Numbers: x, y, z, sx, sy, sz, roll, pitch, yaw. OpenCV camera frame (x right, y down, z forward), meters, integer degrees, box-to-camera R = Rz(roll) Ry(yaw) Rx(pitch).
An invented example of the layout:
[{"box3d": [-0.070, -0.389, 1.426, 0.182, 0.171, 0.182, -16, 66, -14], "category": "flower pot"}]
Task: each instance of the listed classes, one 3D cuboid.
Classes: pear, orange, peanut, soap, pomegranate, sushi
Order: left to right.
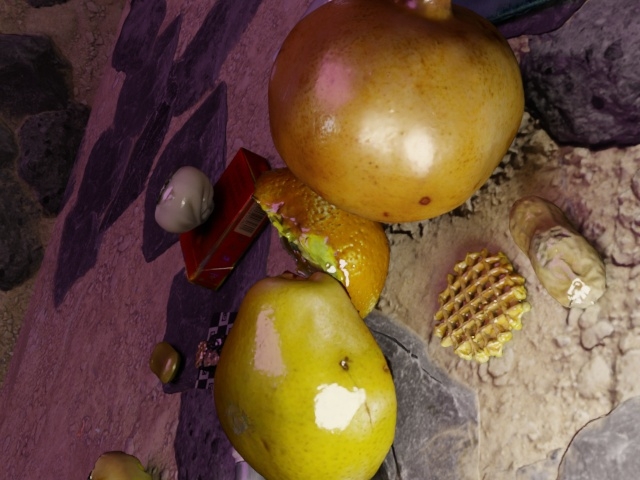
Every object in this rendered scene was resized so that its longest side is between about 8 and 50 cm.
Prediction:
[{"box3d": [-0.400, 0.314, 2.040, 0.140, 0.045, 0.088, 24, 88, 58], "category": "soap"}, {"box3d": [-0.242, 0.250, 1.849, 0.215, 0.051, 0.192, -10, 63, 52], "category": "sushi"}, {"box3d": [-0.057, 0.254, 1.309, 0.340, 0.191, 0.386, -6, 100, 48], "category": "pear"}, {"box3d": [0.009, -0.004, 1.469, 0.196, 0.262, 0.335, -32, 45, -21], "category": "orange"}, {"box3d": [0.124, -0.235, 1.287, 0.417, 0.417, 0.416, -32, 47, 41], "category": "pomegranate"}, {"box3d": [0.339, 0.009, 1.143, 0.099, 0.100, 0.214, -50, 31, 25], "category": "peanut"}]

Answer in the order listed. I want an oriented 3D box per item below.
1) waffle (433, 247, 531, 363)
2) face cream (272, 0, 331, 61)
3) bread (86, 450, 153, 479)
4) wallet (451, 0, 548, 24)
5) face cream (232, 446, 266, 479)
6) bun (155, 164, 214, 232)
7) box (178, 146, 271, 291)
[{"box3d": [0.250, 0.102, 1.252, 0.191, 0.038, 0.191, -31, 48, 42], "category": "waffle"}, {"box3d": [0.052, -0.521, 1.811, 0.369, 0.145, 0.145, -49, 37, 25], "category": "face cream"}, {"box3d": [-0.455, 0.626, 1.849, 0.156, 0.158, 0.260, -13, 59, 39], "category": "bread"}, {"box3d": [0.368, -0.489, 1.434, 0.379, 0.046, 0.190, -5, 66, 55], "category": "wallet"}, {"box3d": [-0.128, 0.376, 1.576, 0.092, 0.092, 0.311, -31, 47, 42], "category": "face cream"}, {"box3d": [-0.324, -0.093, 1.945, 0.173, 0.120, 0.172, 26, -90, -88], "category": "bun"}, {"box3d": [-0.230, -0.052, 1.980, 0.313, 0.089, 0.197, -51, 37, 22], "category": "box"}]
